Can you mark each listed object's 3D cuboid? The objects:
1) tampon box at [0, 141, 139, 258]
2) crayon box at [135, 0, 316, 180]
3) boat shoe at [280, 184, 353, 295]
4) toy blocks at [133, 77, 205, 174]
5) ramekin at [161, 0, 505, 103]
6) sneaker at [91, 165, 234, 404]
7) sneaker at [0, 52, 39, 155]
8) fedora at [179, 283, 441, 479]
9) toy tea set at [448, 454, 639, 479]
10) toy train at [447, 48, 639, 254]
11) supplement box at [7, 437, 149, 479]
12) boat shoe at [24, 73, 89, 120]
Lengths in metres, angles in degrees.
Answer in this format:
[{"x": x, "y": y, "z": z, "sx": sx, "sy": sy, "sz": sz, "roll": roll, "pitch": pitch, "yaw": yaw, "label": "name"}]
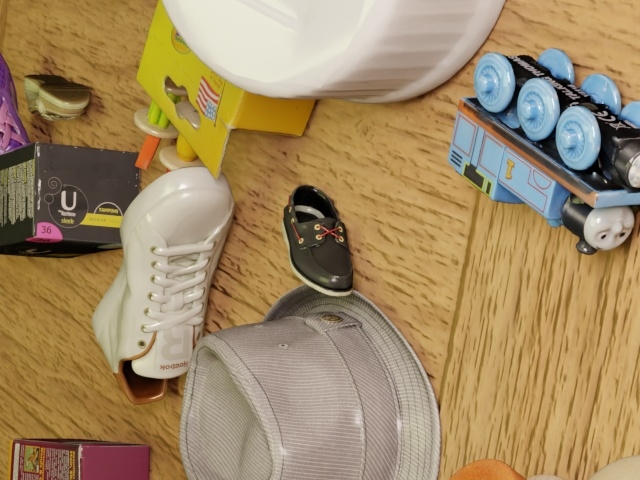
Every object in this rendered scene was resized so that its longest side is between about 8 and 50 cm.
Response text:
[{"x": -0.278, "y": -0.039, "z": 1.862, "sx": 0.161, "sy": 0.120, "sz": 0.101, "roll": -10, "pitch": 79, "yaw": 57, "label": "tampon box"}, {"x": -0.055, "y": -0.235, "z": 1.563, "sx": 0.202, "sy": 0.081, "sz": 0.318, "roll": 52, "pitch": 128, "yaw": 46, "label": "crayon box"}, {"x": -0.002, "y": 0.000, "z": 1.478, "sx": 0.133, "sy": 0.049, "sz": 0.042, "roll": -115, "pitch": 36, "yaw": -54, "label": "boat shoe"}, {"x": -0.151, "y": -0.078, "z": 1.728, "sx": 0.123, "sy": 0.054, "sz": 0.148, "roll": 52, "pitch": 130, "yaw": 45, "label": "toy blocks"}, {"x": -0.002, "y": -0.235, "z": 1.340, "sx": 0.277, "sy": 0.135, "sz": 0.277, "roll": 9, "pitch": 104, "yaw": 37, "label": "ramekin"}, {"x": -0.134, "y": 0.051, "z": 1.654, "sx": 0.290, "sy": 0.106, "sz": 0.123, "roll": 115, "pitch": 141, "yaw": -49, "label": "sneaker"}, {"x": -0.364, "y": -0.113, "z": 2.018, "sx": 0.104, "sy": 0.095, "sz": 0.236, "roll": 20, "pitch": 123, "yaw": 48, "label": "sneaker"}, {"x": -0.032, "y": 0.156, "z": 1.449, "sx": 0.275, "sy": 0.124, "sz": 0.243, "roll": 44, "pitch": 123, "yaw": 51, "label": "fedora"}, {"x": 0.187, "y": 0.260, "z": 1.112, "sx": 0.200, "sy": 0.124, "sz": 0.336, "roll": -29, "pitch": 36, "yaw": 15, "label": "toy tea set"}, {"x": 0.163, "y": -0.063, "z": 1.211, "sx": 0.184, "sy": 0.080, "sz": 0.105, "roll": 42, "pitch": 131, "yaw": 49, "label": "toy train"}, {"x": -0.253, "y": 0.259, "z": 1.832, "sx": 0.188, "sy": 0.081, "sz": 0.104, "roll": -6, "pitch": 81, "yaw": 58, "label": "supplement box"}, {"x": -0.295, "y": -0.152, "z": 1.966, "sx": 0.153, "sy": 0.056, "sz": 0.048, "roll": 26, "pitch": 116, "yaw": 59, "label": "boat shoe"}]
